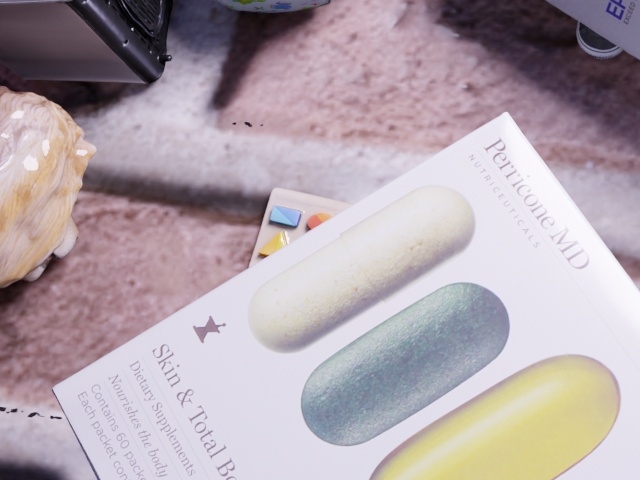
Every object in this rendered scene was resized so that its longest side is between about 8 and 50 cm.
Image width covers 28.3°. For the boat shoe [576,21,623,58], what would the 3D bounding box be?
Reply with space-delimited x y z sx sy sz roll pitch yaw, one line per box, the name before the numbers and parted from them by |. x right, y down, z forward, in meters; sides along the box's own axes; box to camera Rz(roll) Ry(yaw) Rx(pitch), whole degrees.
boat shoe | 0.201 -0.188 0.837 0.049 0.040 0.142 12 73 13

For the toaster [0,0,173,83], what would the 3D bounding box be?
toaster | -0.161 -0.201 0.838 0.110 0.185 0.168 1 78 12

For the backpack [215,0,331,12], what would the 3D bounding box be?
backpack | -0.025 -0.196 0.847 0.114 0.105 0.084 -7 91 6

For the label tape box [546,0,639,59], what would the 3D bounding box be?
label tape box | 0.287 -0.199 0.756 0.348 0.115 0.249 38 63 17

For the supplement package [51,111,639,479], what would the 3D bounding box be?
supplement package | 0.043 0.111 0.668 0.263 0.198 0.199 -31 68 -3

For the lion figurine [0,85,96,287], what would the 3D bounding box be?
lion figurine | -0.352 -0.029 0.815 0.392 0.142 0.240 20 76 15

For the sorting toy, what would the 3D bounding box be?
sorting toy | 0.000 0.000 0.816 0.083 0.012 0.062 13 72 14
